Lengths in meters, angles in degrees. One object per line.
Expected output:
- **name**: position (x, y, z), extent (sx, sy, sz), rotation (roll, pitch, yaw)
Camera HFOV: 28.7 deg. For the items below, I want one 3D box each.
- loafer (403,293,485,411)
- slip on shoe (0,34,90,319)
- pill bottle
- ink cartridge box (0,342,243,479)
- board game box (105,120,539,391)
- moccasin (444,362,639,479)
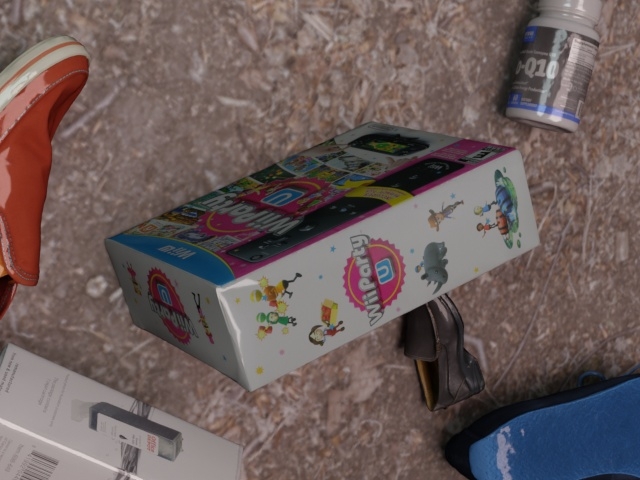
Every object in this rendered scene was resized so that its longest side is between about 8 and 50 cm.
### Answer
- **loafer**: position (0.113, 0.102, 1.278), extent (0.061, 0.062, 0.170), rotation (-33, 113, -17)
- **slip on shoe**: position (-0.257, -0.005, 0.981), extent (0.101, 0.123, 0.331), rotation (27, 89, 4)
- **pill bottle**: position (0.244, -0.186, 1.293), extent (0.078, 0.078, 0.137), rotation (13, 92, -33)
- **ink cartridge box**: position (-0.193, 0.202, 1.015), extent (0.217, 0.092, 0.159), rotation (27, 122, -13)
- **board game box**: position (0.000, 0.000, 1.091), extent (0.303, 0.224, 0.098), rotation (-26, 113, -26)
- **moccasin**: position (0.291, 0.201, 1.378), extent (0.341, 0.117, 0.138), rotation (3, 85, -27)
